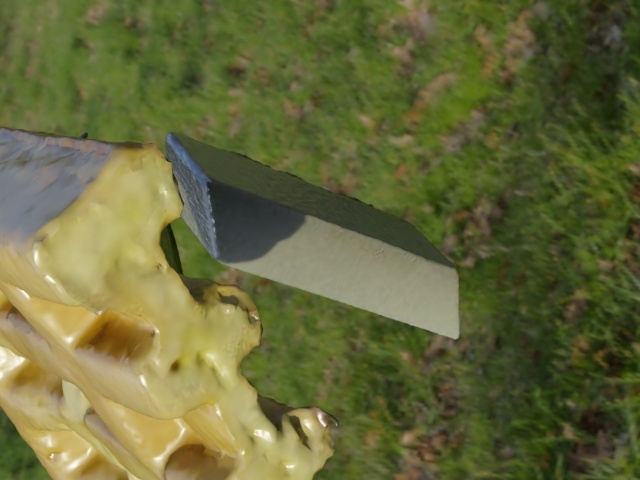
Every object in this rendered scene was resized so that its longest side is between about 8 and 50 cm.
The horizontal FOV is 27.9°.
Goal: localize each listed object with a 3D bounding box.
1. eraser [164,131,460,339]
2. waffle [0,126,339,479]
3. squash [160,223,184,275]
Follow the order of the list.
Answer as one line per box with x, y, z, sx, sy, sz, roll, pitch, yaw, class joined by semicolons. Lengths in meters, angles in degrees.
0.000;0.001;1.222;0.077;0.352;0.111;-59;37;15;eraser
-0.099;0.091;0.677;0.077;0.348;0.304;-40;26;-24;waffle
-0.157;0.016;0.950;0.184;0.192;0.085;55;129;29;squash
